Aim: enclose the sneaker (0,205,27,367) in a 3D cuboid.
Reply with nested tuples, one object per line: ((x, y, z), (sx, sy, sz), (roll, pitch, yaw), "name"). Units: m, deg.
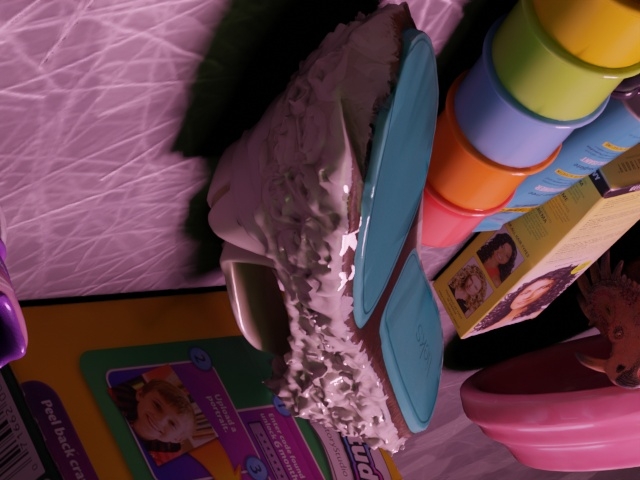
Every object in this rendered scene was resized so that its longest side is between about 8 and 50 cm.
((-0.221, 0.023, 0.971), (0.095, 0.104, 0.236), (-32, 160, 18), "sneaker")

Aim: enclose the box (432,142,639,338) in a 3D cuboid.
((0.182, -0.008, 1.517), (0.087, 0.058, 0.232), (-14, 157, -34), "box")

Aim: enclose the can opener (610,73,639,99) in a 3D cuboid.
((0.254, -0.145, 1.254), (0.186, 0.059, 0.073), (-23, 160, -12), "can opener")

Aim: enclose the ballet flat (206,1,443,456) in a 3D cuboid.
((-0.003, 0.008, 1.170), (0.147, 0.147, 0.409), (-24, 148, -11), "ballet flat")

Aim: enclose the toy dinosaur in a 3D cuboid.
((0.315, 0.045, 1.762), (0.200, 0.127, 0.295), (-19, 177, 5), "toy dinosaur")

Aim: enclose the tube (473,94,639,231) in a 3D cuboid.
((0.162, -0.055, 1.395), (0.080, 0.052, 0.207), (3, 152, -37), "tube")

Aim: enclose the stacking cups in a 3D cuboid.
((0.123, -0.084, 1.180), (0.096, 0.096, 0.316), (-17, 159, -30), "stacking cups")

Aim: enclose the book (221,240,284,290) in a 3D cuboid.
((0.000, 0.000, 1.335), (0.096, 0.035, 0.144), (-28, 163, 13), "book")

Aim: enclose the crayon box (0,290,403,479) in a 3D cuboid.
((-0.060, 0.212, 1.282), (0.106, 0.363, 0.313), (-40, 158, 32), "crayon box")

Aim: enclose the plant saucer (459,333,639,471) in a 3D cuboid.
((0.299, 0.144, 1.818), (0.332, 0.084, 0.332), (-11, -176, 1), "plant saucer")
